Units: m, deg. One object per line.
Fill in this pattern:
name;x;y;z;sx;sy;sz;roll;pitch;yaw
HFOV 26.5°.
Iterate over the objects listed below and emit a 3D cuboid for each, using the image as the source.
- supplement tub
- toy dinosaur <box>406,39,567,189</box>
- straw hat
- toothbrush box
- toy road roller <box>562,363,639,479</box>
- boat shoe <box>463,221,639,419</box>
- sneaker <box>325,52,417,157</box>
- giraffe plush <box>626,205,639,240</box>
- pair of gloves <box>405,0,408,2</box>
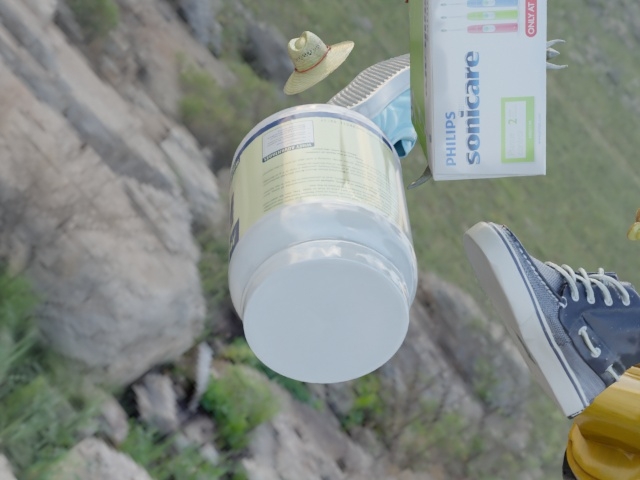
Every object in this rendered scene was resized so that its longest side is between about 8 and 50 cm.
supplement tub;0.000;0.000;1.732;0.235;0.235;0.325;41;25;-28
toy dinosaur;0.219;-0.219;2.093;0.121;0.313;0.160;45;-6;-19
straw hat;-0.019;-0.294;2.129;0.061;0.144;0.144;53;20;-20
toothbrush box;0.162;-0.199;1.457;0.283;0.122;0.206;-88;176;-74
toy road roller;0.500;0.249;2.088;0.330;0.202;0.241;-60;144;-23
boat shoe;0.299;0.066;1.662;0.340;0.158;0.127;57;-2;-43
sneaker;0.127;-0.229;2.418;0.366;0.135;0.150;-38;118;-44
giraffe plush;0.614;-0.056;2.343;0.181;0.170;0.210;29;16;5
pair of gloves;0.151;-0.455;2.343;0.083;0.010;0.074;87;-1;-83
